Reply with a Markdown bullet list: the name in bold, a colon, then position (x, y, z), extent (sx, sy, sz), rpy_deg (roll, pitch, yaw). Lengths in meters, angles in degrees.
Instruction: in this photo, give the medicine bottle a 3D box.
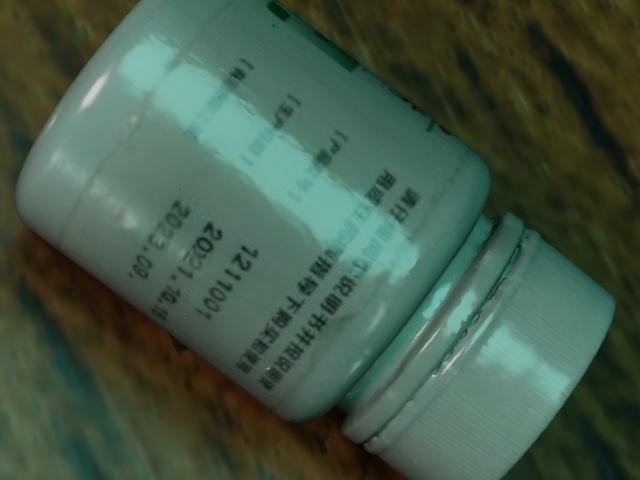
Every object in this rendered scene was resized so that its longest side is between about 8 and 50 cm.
- **medicine bottle**: position (0.000, 0.000, 0.362), extent (0.130, 0.080, 0.080), rpy_deg (36, 64, -1)
